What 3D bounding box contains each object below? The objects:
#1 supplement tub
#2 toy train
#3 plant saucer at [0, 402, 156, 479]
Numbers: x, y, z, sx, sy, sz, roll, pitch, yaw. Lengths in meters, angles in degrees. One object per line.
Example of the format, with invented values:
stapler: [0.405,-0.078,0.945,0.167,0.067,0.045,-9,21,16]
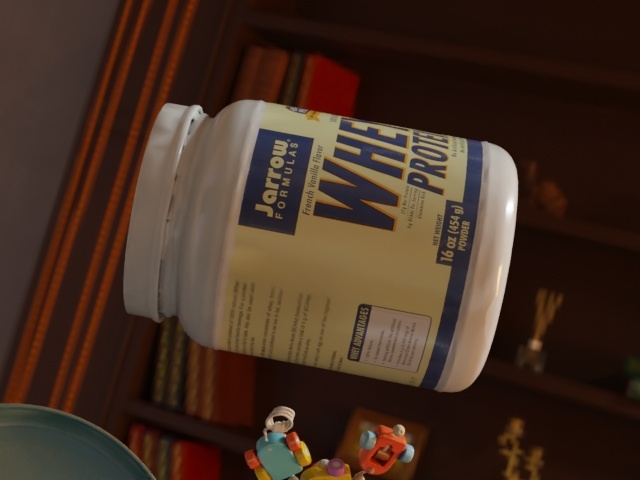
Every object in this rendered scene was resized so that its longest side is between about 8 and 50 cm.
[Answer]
supplement tub: [0.000,0.000,1.183,0.324,0.236,0.235,10,-4,0]
toy train: [0.005,0.213,1.333,0.166,0.125,0.046,19,28,-20]
plant saucer: [-0.284,0.304,1.200,0.317,0.318,0.044,16,5,-3]
